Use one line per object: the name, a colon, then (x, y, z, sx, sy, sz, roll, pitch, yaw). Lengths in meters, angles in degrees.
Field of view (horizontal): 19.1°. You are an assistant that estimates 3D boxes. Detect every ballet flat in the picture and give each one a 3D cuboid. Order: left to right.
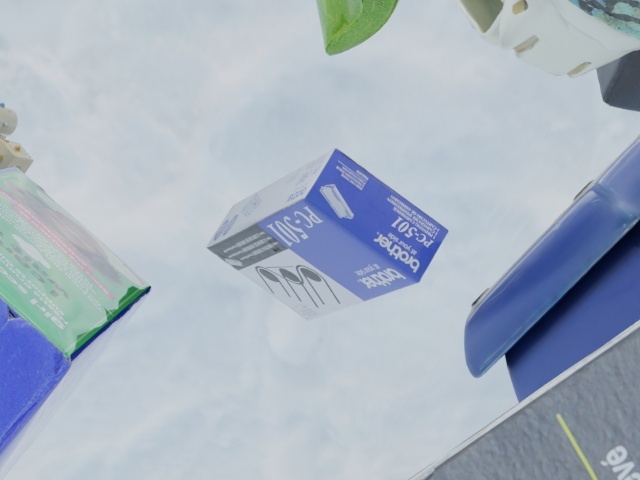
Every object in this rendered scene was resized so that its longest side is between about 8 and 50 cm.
ballet flat: (0.078, -0.085, 0.611, 0.070, 0.188, 0.070, -3, 109, -8)

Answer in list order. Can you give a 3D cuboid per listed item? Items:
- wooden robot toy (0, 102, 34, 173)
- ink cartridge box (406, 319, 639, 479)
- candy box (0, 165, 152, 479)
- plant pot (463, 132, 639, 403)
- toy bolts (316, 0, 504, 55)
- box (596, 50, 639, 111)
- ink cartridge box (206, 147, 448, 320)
wooden robot toy: (-0.323, -0.111, 1.824, 0.173, 0.079, 0.076, 28, 98, 34)
ink cartridge box: (0.140, 0.164, 0.508, 0.307, 0.072, 0.303, -37, 65, 14)
candy box: (-0.223, 0.103, 0.958, 0.122, 0.317, 0.268, 40, 94, -3)
plant pot: (0.252, 0.045, 1.331, 0.212, 0.236, 0.236, 45, 44, 6)
toy bolts: (0.051, -0.237, 0.932, 0.158, 0.228, 0.218, -12, 57, 3)
box: (0.516, -0.326, 1.567, 0.480, 0.472, 0.297, 10, 42, -10)
ink cartridge box: (0.000, 0.000, 1.321, 0.097, 0.207, 0.046, 36, 70, -12)
